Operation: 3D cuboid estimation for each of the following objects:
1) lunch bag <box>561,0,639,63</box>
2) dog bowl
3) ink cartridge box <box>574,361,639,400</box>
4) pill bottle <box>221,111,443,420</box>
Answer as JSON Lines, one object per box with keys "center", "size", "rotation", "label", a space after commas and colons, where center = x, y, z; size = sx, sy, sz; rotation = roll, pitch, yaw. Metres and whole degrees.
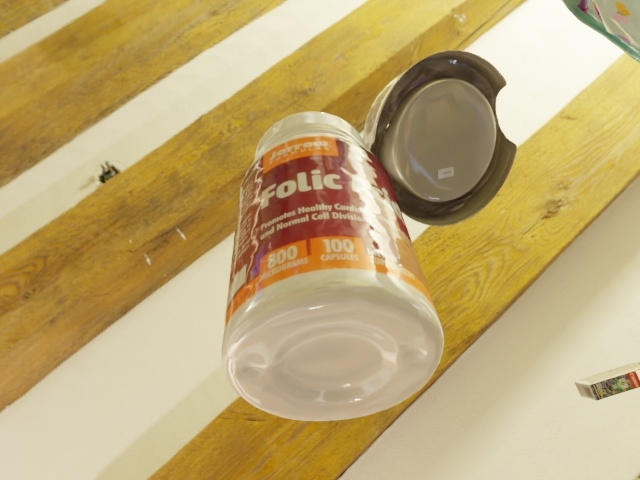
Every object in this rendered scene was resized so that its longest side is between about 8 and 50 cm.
{"center": [0.406, -0.332, 0.480], "size": [0.223, 0.160, 0.262], "rotation": [-36, -140, 22], "label": "lunch bag"}
{"center": [0.247, -0.209, 0.933], "size": [0.349, 0.348, 0.102], "rotation": [-32, -156, -10], "label": "dog bowl"}
{"center": [0.503, 0.237, 0.745], "size": [0.115, 0.063, 0.029], "rotation": [-19, -104, 3], "label": "ink cartridge box"}
{"center": [0.000, 0.000, 0.575], "size": [0.224, 0.223, 0.392], "rotation": [-9, -139, 1], "label": "pill bottle"}
